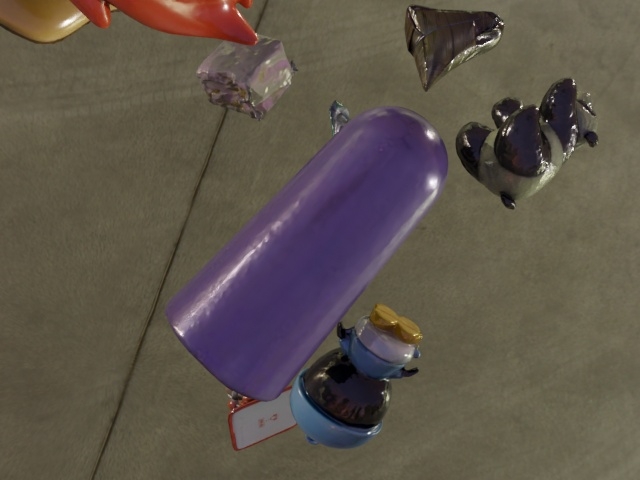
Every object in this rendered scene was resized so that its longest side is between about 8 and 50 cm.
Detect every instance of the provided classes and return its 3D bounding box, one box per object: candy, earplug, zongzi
[{"bbox_3d":[-0.179,-0.411,1.490,0.185,0.137,0.195,22,61,25],"label":"candy"},{"bbox_3d":[0.000,0.000,0.868,0.215,0.215,0.456,41,95,-7],"label":"earplug"},{"bbox_3d":[0.380,-0.512,1.655,0.286,0.138,0.300,1,58,-7],"label":"zongzi"}]

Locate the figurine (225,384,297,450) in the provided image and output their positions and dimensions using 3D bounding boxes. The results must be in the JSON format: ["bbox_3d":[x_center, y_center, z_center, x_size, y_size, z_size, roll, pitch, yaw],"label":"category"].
[{"bbox_3d":[-0.160,0.302,1.327,0.160,0.183,0.226,-17,50,-18],"label":"figurine"}]

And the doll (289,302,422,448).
[{"bbox_3d":[0.056,0.254,1.062,0.177,0.141,0.314,32,112,-2],"label":"doll"}]

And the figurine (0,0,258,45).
[{"bbox_3d":[-0.109,-0.206,0.304,0.181,0.257,0.208,11,81,-33],"label":"figurine"}]

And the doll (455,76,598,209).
[{"bbox_3d":[0.322,-0.158,0.915,0.234,0.143,0.135,-40,108,-23],"label":"doll"}]

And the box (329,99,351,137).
[{"bbox_3d":[0.123,-0.122,1.344,0.106,0.264,0.337,-11,79,21],"label":"box"}]
